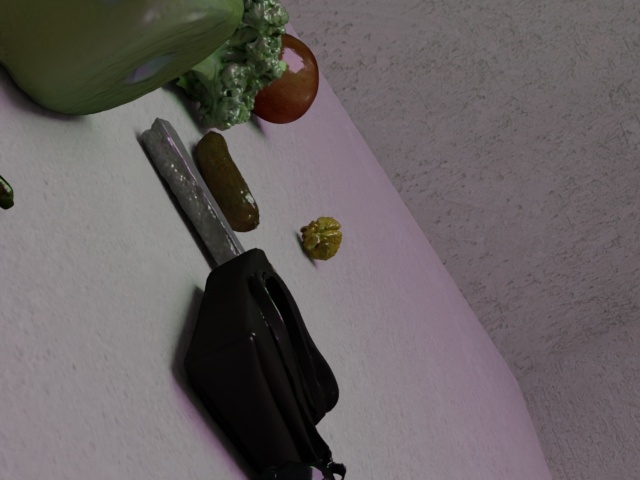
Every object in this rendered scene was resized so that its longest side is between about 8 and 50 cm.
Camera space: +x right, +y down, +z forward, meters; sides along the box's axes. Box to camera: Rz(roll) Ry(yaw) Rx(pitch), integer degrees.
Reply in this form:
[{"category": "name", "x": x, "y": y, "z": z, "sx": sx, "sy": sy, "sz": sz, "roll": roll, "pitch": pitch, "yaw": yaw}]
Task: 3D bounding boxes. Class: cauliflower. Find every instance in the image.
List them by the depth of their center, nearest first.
[{"category": "cauliflower", "x": -0.184, "y": -0.309, "z": 1.945, "sx": 0.315, "sy": 0.239, "sz": 0.256, "roll": -19, "pitch": 119, "yaw": -61}]

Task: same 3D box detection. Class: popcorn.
[{"category": "popcorn", "x": 0.000, "y": 0.000, "z": 2.213, "sx": 0.084, "sy": 0.084, "sz": 0.084, "roll": 57, "pitch": 12, "yaw": -18}]

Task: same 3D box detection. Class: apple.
[{"category": "apple", "x": -0.093, "y": -0.327, "z": 2.384, "sx": 0.168, "sy": 0.181, "sz": 0.181, "roll": 9, "pitch": 49, "yaw": -47}]

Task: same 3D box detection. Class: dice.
[{"category": "dice", "x": -0.255, "y": -0.304, "z": 1.371, "sx": 0.249, "sy": 0.254, "sz": 0.252, "roll": 61, "pitch": 12, "yaw": 4}]

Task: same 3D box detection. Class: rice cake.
[{"category": "rice cake", "x": -0.167, "y": -0.048, "z": 1.650, "sx": 0.269, "sy": 0.049, "sz": 0.055, "roll": 59, "pitch": -3, "yaw": 1}]

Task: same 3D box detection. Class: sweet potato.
[{"category": "sweet potato", "x": -0.152, "y": -0.103, "z": 1.842, "sx": 0.081, "sy": 0.062, "sz": 0.233, "roll": 71, "pitch": -5, "yaw": -51}]

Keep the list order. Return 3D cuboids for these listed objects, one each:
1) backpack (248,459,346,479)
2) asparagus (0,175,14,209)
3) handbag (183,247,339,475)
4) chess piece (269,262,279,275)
[{"category": "backpack", "x": 0.004, "y": 0.341, "z": 1.273, "sx": 0.258, "sy": 0.133, "sz": 0.206, "roll": 56, "pitch": 13, "yaw": -58}, {"category": "asparagus", "x": -0.319, "y": -0.068, "z": 1.091, "sx": 0.108, "sy": 0.025, "sz": 0.021, "roll": 51, "pitch": 24, "yaw": -40}, {"category": "handbag", "x": -0.061, "y": 0.165, "z": 1.453, "sx": 0.285, "sy": 0.114, "sz": 0.257, "roll": -90, "pitch": 156, "yaw": -69}, {"category": "chess piece", "x": -0.083, "y": 0.067, "z": 1.771, "sx": 0.083, "sy": 0.038, "sz": 0.083, "roll": 55, "pitch": 14, "yaw": -21}]
